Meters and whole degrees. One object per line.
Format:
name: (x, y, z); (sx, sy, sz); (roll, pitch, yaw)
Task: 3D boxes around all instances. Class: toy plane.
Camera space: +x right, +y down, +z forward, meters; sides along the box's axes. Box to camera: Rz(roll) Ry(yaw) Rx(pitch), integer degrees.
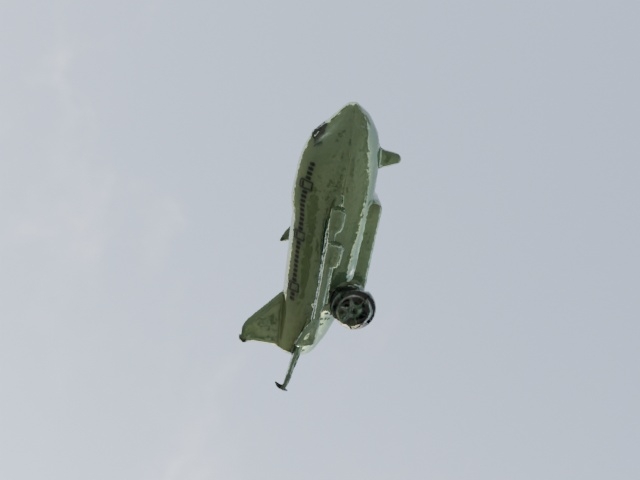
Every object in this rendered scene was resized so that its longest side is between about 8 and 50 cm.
toy plane: (0.003, 0.001, 0.402); (0.033, 0.080, 0.083); (16, -72, -9)
